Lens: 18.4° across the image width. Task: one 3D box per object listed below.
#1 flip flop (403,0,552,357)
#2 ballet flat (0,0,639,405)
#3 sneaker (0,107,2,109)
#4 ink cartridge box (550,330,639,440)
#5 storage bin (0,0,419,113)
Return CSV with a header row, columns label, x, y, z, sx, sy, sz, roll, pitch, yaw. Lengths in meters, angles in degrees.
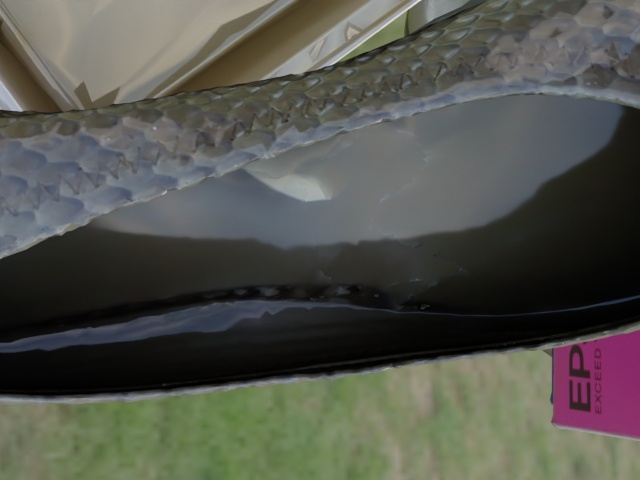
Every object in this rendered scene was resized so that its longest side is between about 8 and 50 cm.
label,x,y,z,sx,sy,sz,roll,pitch,yaw
flip flop,0.134,-0.043,1.069,0.112,0.080,0.277,-11,68,-32
ballet flat,0.000,0.000,0.341,0.058,0.250,0.084,-102,-171,-49
sneaker,-0.136,-0.066,1.295,0.079,0.217,0.121,51,-40,49
ink cartridge box,0.157,-0.015,0.665,0.069,0.371,0.175,1,90,-23
storage bin,-0.074,-0.193,0.887,0.262,0.260,0.123,54,3,-15
